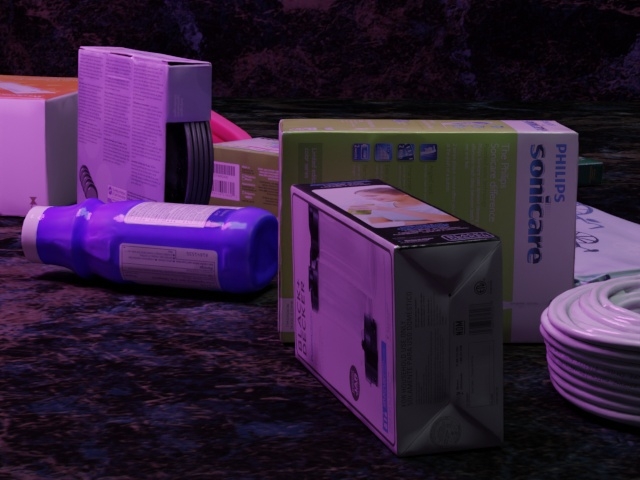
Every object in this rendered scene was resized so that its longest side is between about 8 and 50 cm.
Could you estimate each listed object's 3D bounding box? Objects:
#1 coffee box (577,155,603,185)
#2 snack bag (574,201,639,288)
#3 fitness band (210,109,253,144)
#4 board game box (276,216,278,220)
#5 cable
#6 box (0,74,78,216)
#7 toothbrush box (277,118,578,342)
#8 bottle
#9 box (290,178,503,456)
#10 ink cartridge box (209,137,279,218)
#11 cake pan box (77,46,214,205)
[{"bbox_3d":[0.345,-0.110,2.457,0.184,0.040,0.113,-5,13,-27],"label":"coffee box"},{"bbox_3d":[0.286,0.003,1.837,0.323,0.037,0.342,-4,18,-39],"label":"snack bag"},{"bbox_3d":[-0.228,-0.162,2.514,0.209,0.054,0.291,-7,28,-38],"label":"fitness band"},{"bbox_3d":[0.000,0.000,1.874,0.160,0.039,0.211,7,13,26],"label":"board game box"},{"bbox_3d":[0.313,0.091,1.295,0.257,0.089,0.257,-2,12,-9],"label":"cable"},{"bbox_3d":[-0.442,-0.147,2.271,0.215,0.168,0.345,3,11,10],"label":"box"},{"bbox_3d":[0.099,-0.011,1.502,0.283,0.206,0.122,0,10,-1],"label":"toothbrush box"},{"bbox_3d":[-0.191,0.003,1.705,0.283,0.092,0.118,4,11,17],"label":"bottle"},{"bbox_3d":[0.055,0.054,1.272,0.087,0.169,0.290,-5,13,-15],"label":"box"},{"bbox_3d":[-0.018,-0.095,2.216,0.189,0.097,0.255,10,15,41],"label":"ink cartridge box"},{"bbox_3d":[-0.218,-0.108,1.881,0.070,0.245,0.267,-7,12,-32],"label":"cake pan box"}]
